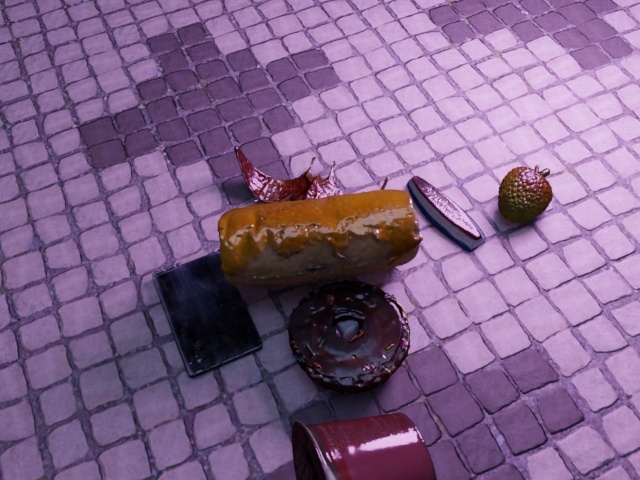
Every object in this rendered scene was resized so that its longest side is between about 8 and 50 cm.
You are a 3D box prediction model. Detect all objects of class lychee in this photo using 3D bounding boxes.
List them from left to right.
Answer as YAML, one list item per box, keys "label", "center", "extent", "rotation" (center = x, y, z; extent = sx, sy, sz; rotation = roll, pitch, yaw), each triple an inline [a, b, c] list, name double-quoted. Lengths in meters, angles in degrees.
- label: "lychee"
  center: [0.445, -0.104, 1.431]
  extent: [0.114, 0.114, 0.146]
  rotation: [32, 81, 21]

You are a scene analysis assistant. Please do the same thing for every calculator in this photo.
- label: "calculator"
  center: [-0.231, 0.143, 1.337]
  extent: [0.161, 0.021, 0.261]
  rotation: [-20, 57, -12]

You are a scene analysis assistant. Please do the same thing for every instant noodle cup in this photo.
- label: "instant noodle cup"
  center: [0.069, 0.383, 1.048]
  extent: [0.179, 0.234, 0.234]
  rotation: [-11, 55, -16]

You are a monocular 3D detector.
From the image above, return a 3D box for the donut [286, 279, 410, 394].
- label: "donut"
  center: [0.054, 0.185, 1.256]
  extent: [0.235, 0.089, 0.235]
  rotation: [-1, 56, 2]

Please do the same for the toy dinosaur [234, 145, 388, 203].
- label: "toy dinosaur"
  center: [-0.034, -0.130, 1.465]
  extent: [0.207, 0.113, 0.327]
  rotation: [-38, 61, -22]

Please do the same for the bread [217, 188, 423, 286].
- label: "bread"
  center: [0.000, 0.000, 1.284]
  extent: [0.376, 0.236, 0.165]
  rotation: [-7, 87, -2]

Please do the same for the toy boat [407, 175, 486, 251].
- label: "toy boat"
  center: [0.270, -0.069, 1.454]
  extent: [0.080, 0.046, 0.229]
  rotation: [-33, 62, -16]
